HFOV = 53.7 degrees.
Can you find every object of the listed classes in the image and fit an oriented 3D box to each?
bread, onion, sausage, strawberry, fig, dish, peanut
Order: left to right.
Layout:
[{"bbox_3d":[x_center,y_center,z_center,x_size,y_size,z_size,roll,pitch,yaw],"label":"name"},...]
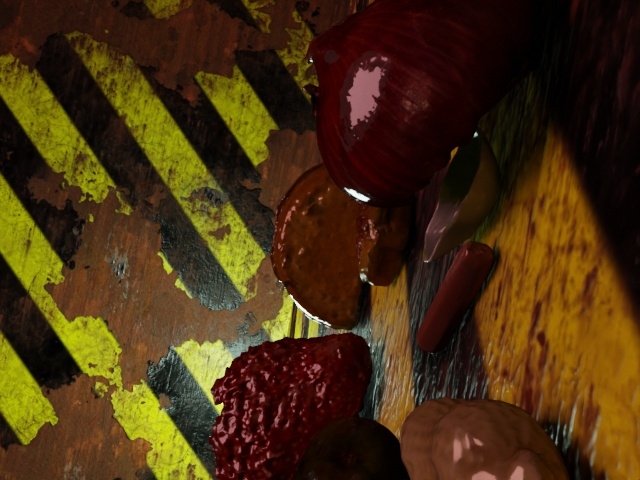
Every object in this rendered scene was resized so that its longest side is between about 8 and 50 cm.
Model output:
[{"bbox_3d":[-0.030,0.267,0.953,0.261,0.257,0.261,-7,-90,-72],"label":"strawberry"},{"bbox_3d":[0.000,0.000,1.171,0.194,0.178,0.341,-120,41,-80],"label":"bread"},{"bbox_3d":[0.026,0.283,0.686,0.133,0.126,0.185,-108,31,-51],"label":"fig"},{"bbox_3d":[0.087,-0.063,0.959,0.139,0.077,0.271,103,172,-49],"label":"bread"},{"bbox_3d":[0.085,-0.146,0.562,0.248,0.161,0.248,-34,30,23],"label":"onion"},{"bbox_3d":[0.124,0.056,0.591,0.035,0.030,0.147,-81,6,-45],"label":"sausage"},{"bbox_3d":[0.137,-0.034,0.588,0.091,0.039,0.137,-82,9,-59],"label":"dish"},{"bbox_3d":[0.103,0.146,0.414,0.187,0.082,0.082,127,153,-75],"label":"peanut"}]
